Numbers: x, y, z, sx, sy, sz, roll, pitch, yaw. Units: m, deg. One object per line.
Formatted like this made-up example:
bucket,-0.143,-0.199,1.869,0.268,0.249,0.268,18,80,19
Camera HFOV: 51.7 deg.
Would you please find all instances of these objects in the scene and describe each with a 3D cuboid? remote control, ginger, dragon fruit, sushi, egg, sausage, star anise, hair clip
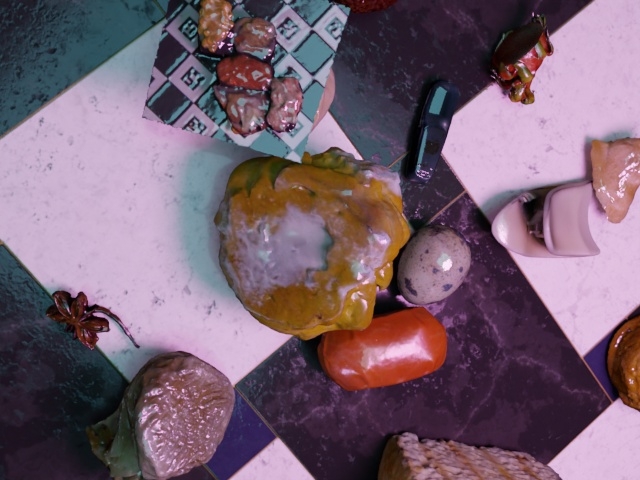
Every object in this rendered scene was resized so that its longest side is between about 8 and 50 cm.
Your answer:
remote control,0.235,-0.228,1.390,0.072,0.042,0.222,16,91,-18
ginger,0.688,-0.137,1.473,0.115,0.122,0.193,-9,93,-48
dragon fruit,0.421,-0.378,1.398,0.142,0.138,0.175,-13,121,9
sushi,-0.123,-0.304,1.074,0.294,0.059,0.292,16,91,-6
egg,0.231,0.053,1.367,0.141,0.141,0.182,25,106,-15
sausage,0.126,0.218,1.346,0.268,0.153,0.141,-9,86,-12
star anise,-0.425,0.157,1.246,0.097,0.070,0.190,-40,107,20
hair clip,0.497,-0.036,1.443,0.282,0.113,0.173,-9,96,-43

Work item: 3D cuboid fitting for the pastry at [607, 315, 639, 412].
pastry,0.793,0.297,1.538,0.240,0.132,0.235,-34,101,-8

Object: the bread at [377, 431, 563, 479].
bread,0.313,0.590,1.393,0.395,0.239,0.264,13,96,-17

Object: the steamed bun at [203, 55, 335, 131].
steamed bun,-0.120,-0.294,1.198,0.276,0.203,0.289,-42,110,-1

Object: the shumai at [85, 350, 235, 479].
shumai,-0.308,0.324,1.258,0.260,0.222,0.225,-45,121,-44

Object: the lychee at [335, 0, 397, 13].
lychee,0.087,-0.527,1.256,0.194,0.194,0.194,-1,95,-14

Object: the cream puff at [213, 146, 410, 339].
cream puff,0.000,0.000,1.254,0.378,0.275,0.378,2,98,15
